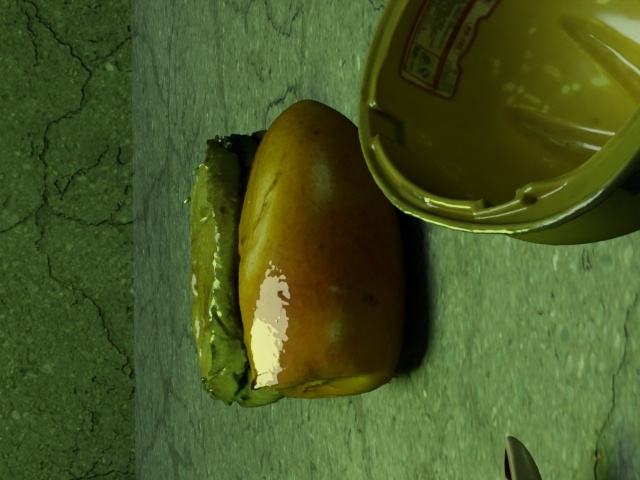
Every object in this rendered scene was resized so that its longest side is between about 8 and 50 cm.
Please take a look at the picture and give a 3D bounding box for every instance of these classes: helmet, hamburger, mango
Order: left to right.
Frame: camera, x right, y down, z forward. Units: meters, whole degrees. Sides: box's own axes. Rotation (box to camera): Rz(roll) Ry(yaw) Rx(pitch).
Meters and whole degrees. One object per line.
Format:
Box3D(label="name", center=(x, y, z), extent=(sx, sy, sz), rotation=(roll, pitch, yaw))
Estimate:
Box3D(label="hamburger", center=(-0.056, 0.027, 1.664), extent=(0.285, 0.134, 0.266), rotation=(-178, 83, -82))
Box3D(label="mango", center=(0.000, 0.000, 1.437), extent=(0.187, 0.138, 0.257), rotation=(96, 172, -80))
Box3D(label="helmet", center=(0.141, -0.075, 0.869), extent=(0.205, 0.140, 0.257), rotation=(-58, 35, 5))

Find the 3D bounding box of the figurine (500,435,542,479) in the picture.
Box3D(label="figurine", center=(0.116, 0.205, 1.039), extent=(0.125, 0.125, 0.138), rotation=(106, 169, -50))
